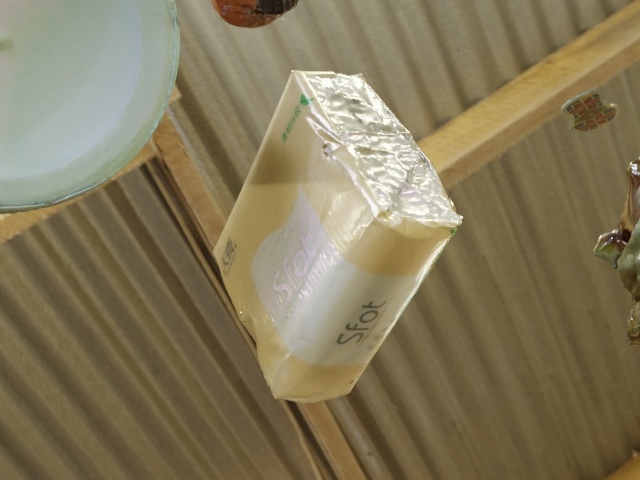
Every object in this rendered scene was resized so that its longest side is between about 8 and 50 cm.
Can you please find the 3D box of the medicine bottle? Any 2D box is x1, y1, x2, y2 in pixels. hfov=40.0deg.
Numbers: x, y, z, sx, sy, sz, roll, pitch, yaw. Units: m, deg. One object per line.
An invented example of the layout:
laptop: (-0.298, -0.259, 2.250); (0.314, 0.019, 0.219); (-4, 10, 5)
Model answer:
medicine bottle: (-0.248, -0.148, 0.707); (0.245, 0.290, 0.244); (-1, -85, -15)

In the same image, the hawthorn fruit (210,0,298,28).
hawthorn fruit: (-0.116, -0.467, 1.392); (0.165, 0.285, 0.165); (-9, -34, -6)

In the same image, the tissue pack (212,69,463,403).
tissue pack: (0.000, 0.000, 0.711); (0.090, 0.186, 0.222); (0, -42, -34)

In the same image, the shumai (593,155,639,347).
shumai: (0.409, -0.040, 0.837); (0.292, 0.330, 0.288); (-1, -102, 20)

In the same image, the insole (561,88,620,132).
insole: (0.336, -0.159, 1.092); (0.065, 0.193, 0.006); (-27, -104, 21)

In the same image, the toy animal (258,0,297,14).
toy animal: (-0.053, -0.292, 0.880); (0.121, 0.210, 0.117); (0, -82, -6)
